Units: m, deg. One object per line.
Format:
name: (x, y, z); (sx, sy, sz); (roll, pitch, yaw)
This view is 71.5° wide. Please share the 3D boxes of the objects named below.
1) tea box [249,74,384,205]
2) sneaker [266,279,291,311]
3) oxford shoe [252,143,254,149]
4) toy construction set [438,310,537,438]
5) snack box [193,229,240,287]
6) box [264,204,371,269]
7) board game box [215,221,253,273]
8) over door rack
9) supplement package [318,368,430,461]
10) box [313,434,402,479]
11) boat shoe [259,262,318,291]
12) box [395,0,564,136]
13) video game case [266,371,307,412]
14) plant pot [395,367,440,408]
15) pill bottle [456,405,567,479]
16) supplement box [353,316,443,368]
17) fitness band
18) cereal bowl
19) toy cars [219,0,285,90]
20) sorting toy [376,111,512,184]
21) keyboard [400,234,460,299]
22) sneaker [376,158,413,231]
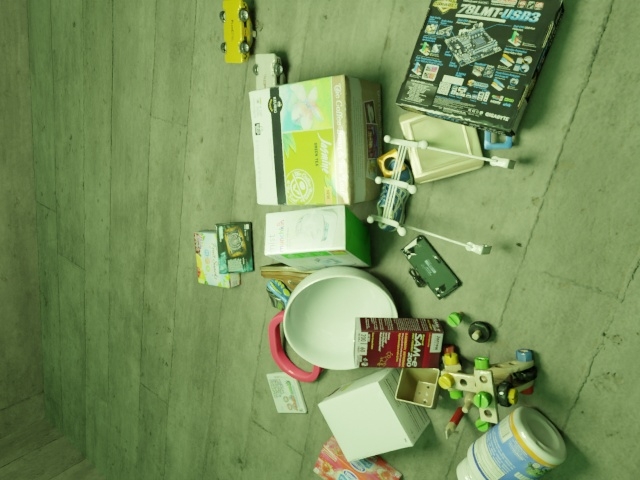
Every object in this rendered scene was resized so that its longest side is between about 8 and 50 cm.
tea box: (-0.006, -0.273, 1.275); (0.324, 0.220, 0.328); (2, 101, 33)
sneaker: (-0.127, 0.221, 1.576); (0.188, 0.067, 0.078); (50, 144, 13)
oxford shoe: (-0.164, -0.264, 1.476); (0.212, 0.076, 0.076); (48, 124, 18)
toy construction set: (0.389, 0.392, 1.145); (0.258, 0.237, 0.308); (23, 113, 28)
snack box: (-0.398, 0.068, 1.714); (0.175, 0.070, 0.206); (6, 105, 33)
box: (0.000, 0.000, 1.266); (0.231, 0.262, 0.126); (-5, 75, 19)
board game box: (-0.315, 0.027, 1.625); (0.026, 0.126, 0.186); (-141, 49, -73)
over door rack: (0.284, -0.119, 1.104); (0.325, 0.108, 0.239); (18, 106, 23)
supplement package: (0.164, 0.538, 1.390); (0.262, 0.145, 0.203); (-34, 81, 34)
box: (0.121, 0.775, 1.485); (0.257, 0.123, 0.128); (29, 115, 26)
boat shoe: (-0.077, 0.127, 1.481); (0.308, 0.111, 0.104); (-1, 99, 35)
box: (0.363, -0.427, 1.050); (0.296, 0.073, 0.293); (23, 101, 27)
video game case: (-0.128, 0.573, 1.675); (0.143, 0.019, 0.157); (-16, 92, 36)
plant pot: (0.295, 0.434, 1.292); (0.109, 0.096, 0.108); (2, 57, 33)
pill bottle: (0.489, 0.574, 1.170); (0.152, 0.152, 0.272); (43, 121, 19)
supplement box: (0.216, 0.291, 1.261); (0.240, 0.073, 0.130); (0, 114, 0)
fitness band: (-0.082, 0.367, 1.542); (0.209, 0.054, 0.290); (16, 125, 26)
cereal bowl: (0.060, 0.219, 1.351); (0.340, 0.141, 0.338); (1, 115, 1)
toy cars: (-0.205, -0.584, 1.429); (0.176, 0.087, 0.393); (-35, 84, 40)
sorting toy: (0.313, -0.260, 1.157); (0.348, 0.047, 0.195); (-13, 92, 28)
keyboard: (0.303, 0.083, 1.267); (0.108, 0.023, 0.180); (-43, 75, 27)
sneaker: (0.206, -0.124, 1.249); (0.080, 0.081, 0.211); (12, 106, 34)
